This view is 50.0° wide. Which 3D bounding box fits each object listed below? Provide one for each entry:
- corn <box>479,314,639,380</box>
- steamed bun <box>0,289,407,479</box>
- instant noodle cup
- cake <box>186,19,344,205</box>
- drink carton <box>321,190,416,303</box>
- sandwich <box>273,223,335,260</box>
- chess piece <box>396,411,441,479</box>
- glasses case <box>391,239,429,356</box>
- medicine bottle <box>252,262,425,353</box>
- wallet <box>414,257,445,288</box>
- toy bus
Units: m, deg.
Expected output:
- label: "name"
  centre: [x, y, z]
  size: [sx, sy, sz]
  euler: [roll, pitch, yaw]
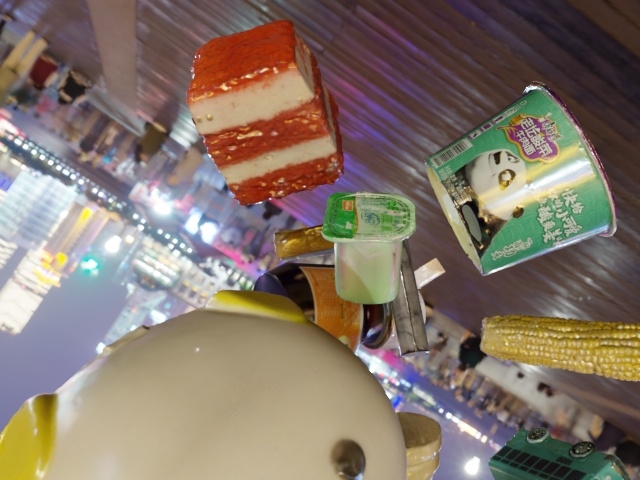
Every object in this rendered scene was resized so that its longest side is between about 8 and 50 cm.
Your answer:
- label: "corn"
  centre: [0.387, 0.160, 1.035]
  size: [0.288, 0.086, 0.086]
  euler: [4, 163, 19]
- label: "steamed bun"
  centre: [-0.100, 0.231, 0.637]
  size: [0.334, 0.374, 0.333]
  euler: [35, 143, 33]
- label: "instant noodle cup"
  centre: [0.275, -0.075, 0.996]
  size: [0.251, 0.190, 0.251]
  euler: [62, -174, -12]
- label: "cake"
  centre: [-0.115, -0.290, 1.515]
  size: [0.270, 0.270, 0.319]
  euler: [-95, -15, -46]
- label: "drink carton"
  centre: [0.080, 0.017, 1.114]
  size: [0.144, 0.142, 0.146]
  euler: [2, -148, 7]
- label: "sandwich"
  centre: [0.000, 0.001, 1.912]
  size: [0.251, 0.087, 0.226]
  euler: [-12, 175, 1]
- label: "chess piece"
  centre: [0.112, 0.413, 1.012]
  size: [0.137, 0.300, 0.137]
  euler: [-1, -172, 0]
- label: "glasses case"
  centre: [0.170, 0.091, 1.435]
  size: [0.060, 0.299, 0.114]
  euler: [-11, 165, 7]
- label: "medicine bottle"
  centre: [0.056, 0.168, 1.607]
  size: [0.395, 0.242, 0.242]
  euler: [-1, -169, -29]
- label: "wallet"
  centre: [0.266, 0.083, 1.715]
  size: [0.044, 0.083, 0.011]
  euler: [58, -172, 11]
- label: "toy bus"
  centre: [0.459, 0.464, 1.317]
  size: [0.128, 0.147, 0.256]
  euler: [62, 158, -10]
